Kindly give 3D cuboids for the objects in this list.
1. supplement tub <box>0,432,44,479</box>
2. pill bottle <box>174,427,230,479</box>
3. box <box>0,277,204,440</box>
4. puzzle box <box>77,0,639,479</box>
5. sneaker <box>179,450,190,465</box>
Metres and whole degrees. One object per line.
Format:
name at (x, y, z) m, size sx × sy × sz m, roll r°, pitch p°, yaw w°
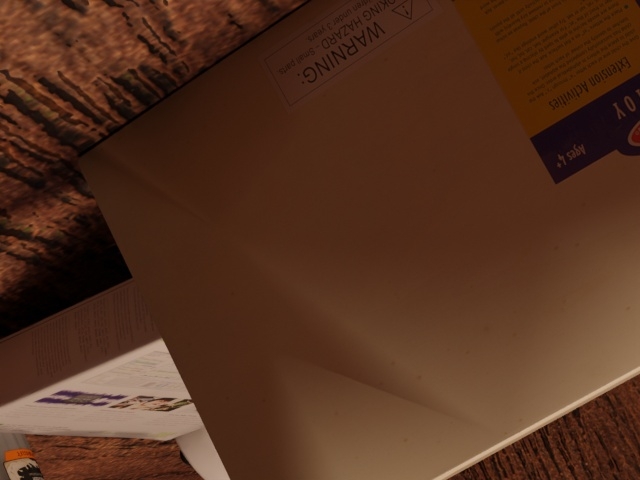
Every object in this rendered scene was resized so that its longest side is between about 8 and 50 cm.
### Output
supplement tub at (-0.289, 0.258, 1.244) m, size 0.117 × 0.190 × 0.117 m, roll -25°, pitch 166°, yaw -7°
pill bottle at (0.000, 0.116, 1.331) m, size 0.283 × 0.160 × 0.160 m, roll -33°, pitch 164°, yaw 18°
box at (-0.096, 0.085, 1.054) m, size 0.322 × 0.058 × 0.232 m, roll -22°, pitch 158°, yaw 37°
puzzle box at (0.088, -0.033, 0.772) m, size 0.409 × 0.272 × 0.052 m, roll -31°, pitch 165°, yaw 15°
sneaker at (-0.120, 0.217, 1.682) m, size 0.170 × 0.051 × 0.089 m, roll -37°, pitch 163°, yaw 18°
